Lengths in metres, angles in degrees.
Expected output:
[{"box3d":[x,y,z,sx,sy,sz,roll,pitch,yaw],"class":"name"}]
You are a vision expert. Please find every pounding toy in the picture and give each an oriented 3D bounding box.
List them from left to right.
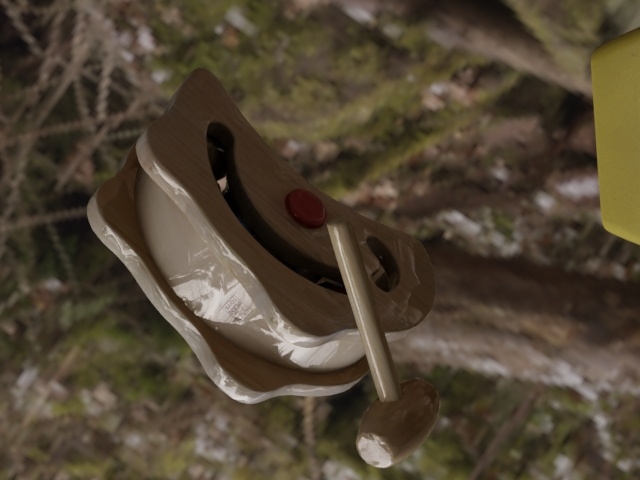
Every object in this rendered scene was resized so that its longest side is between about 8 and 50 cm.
[{"box3d":[0.000,0.000,1.034,0.269,0.155,0.154,50,-142,8],"class":"pounding toy"}]

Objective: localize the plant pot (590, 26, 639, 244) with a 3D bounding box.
[{"box3d":[0.324,-0.085,1.288,0.187,0.212,0.212,1,-172,42],"class":"plant pot"}]
